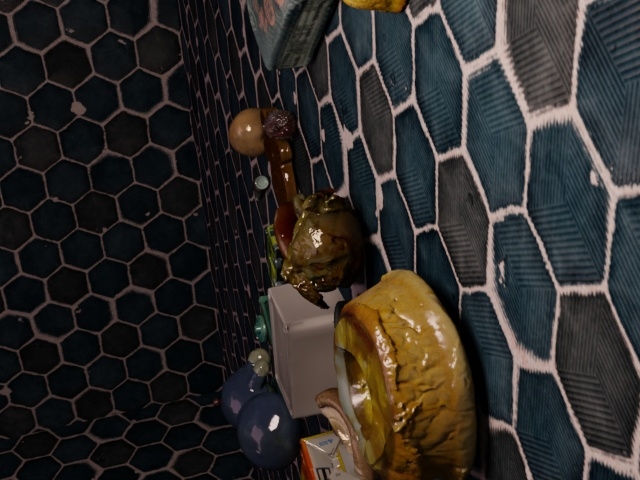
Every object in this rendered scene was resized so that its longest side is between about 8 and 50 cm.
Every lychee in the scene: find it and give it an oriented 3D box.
[{"bbox_3d":[-0.083,-0.239,2.097,0.067,0.068,0.083,40,-162,-16],"label":"lychee"}]

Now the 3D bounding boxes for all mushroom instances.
[{"bbox_3d":[0.065,0.362,1.955,0.210,0.072,0.094,55,152,34],"label":"mushroom"}]

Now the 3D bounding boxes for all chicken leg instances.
[{"bbox_3d":[0.006,0.013,1.800,0.361,0.140,0.212,-155,75,-87],"label":"chicken leg"}]

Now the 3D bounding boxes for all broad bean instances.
[{"bbox_3d":[-0.043,-0.010,2.023,0.084,0.114,0.165,-37,58,28],"label":"broad bean"}]

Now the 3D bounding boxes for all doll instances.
[{"bbox_3d":[-0.126,0.389,2.247,0.258,0.154,0.228,40,132,43],"label":"doll"}]

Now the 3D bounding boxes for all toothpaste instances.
[{"bbox_3d":[-0.160,-0.139,2.611,0.205,0.036,0.056,157,100,-81],"label":"toothpaste"}]

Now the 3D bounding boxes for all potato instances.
[{"bbox_3d":[-0.163,-0.249,2.354,0.147,0.112,0.112,107,149,-75],"label":"potato"}]

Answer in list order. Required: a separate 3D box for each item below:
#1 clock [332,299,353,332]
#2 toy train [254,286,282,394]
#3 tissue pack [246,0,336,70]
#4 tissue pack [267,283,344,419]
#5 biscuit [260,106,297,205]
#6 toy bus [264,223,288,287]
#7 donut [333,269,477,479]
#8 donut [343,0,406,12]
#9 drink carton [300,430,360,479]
[{"bbox_3d":[0.076,0.216,1.844,0.226,0.049,0.226,168,90,-78],"label":"clock"},{"bbox_3d":[-0.068,0.247,2.367,0.194,0.120,0.298,114,144,-57],"label":"toy train"},{"bbox_3d":[-0.059,-0.453,1.730,0.316,0.103,0.228,131,128,-73],"label":"tissue pack"},{"bbox_3d":[-0.019,0.218,2.059,0.159,0.135,0.246,-119,21,-55],"label":"tissue pack"},{"bbox_3d":[-0.089,-0.181,2.243,0.180,0.039,0.236,-150,50,-71],"label":"biscuit"},{"bbox_3d":[-0.074,0.038,2.252,0.175,0.088,0.101,92,164,-49],"label":"toy bus"},{"bbox_3d":[0.109,0.204,1.434,0.330,0.159,0.330,161,90,-80],"label":"donut"},{"bbox_3d":[0.058,-0.390,1.330,0.174,0.074,0.190,126,132,-74],"label":"donut"},{"bbox_3d":[0.023,0.582,2.260,0.351,0.111,0.155,91,164,-47],"label":"drink carton"}]
